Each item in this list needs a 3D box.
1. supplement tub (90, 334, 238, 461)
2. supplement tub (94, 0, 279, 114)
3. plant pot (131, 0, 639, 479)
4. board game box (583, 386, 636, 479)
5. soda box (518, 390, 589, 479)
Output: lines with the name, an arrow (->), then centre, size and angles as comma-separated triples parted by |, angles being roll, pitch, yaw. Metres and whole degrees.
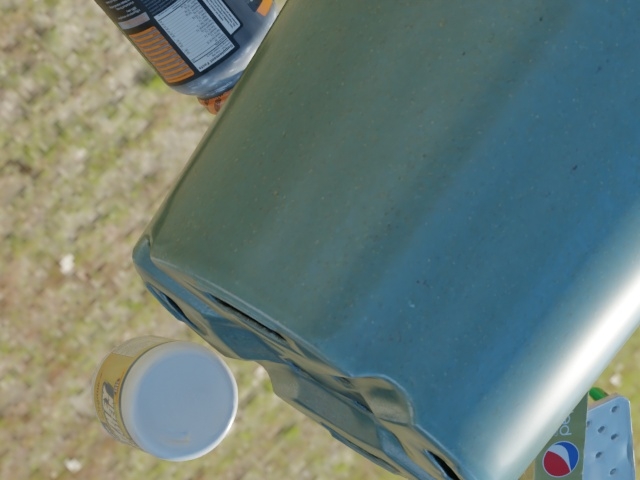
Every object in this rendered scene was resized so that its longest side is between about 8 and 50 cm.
supplement tub -> -0.199, 0.191, 1.901 | 0.144, 0.144, 0.200 | -39, -166, -19
supplement tub -> -0.189, -0.334, 2.083 | 0.193, 0.193, 0.316 | -44, 116, -8
plant pot -> 0.084, -0.047, 0.908 | 0.334, 0.341, 0.341 | -54, 161, -12
board game box -> 0.228, 0.409, 1.949 | 0.390, 0.050, 0.390 | -21, 122, -17
soda box -> 0.241, 0.193, 1.614 | 0.058, 0.061, 0.181 | -3, 107, -15
